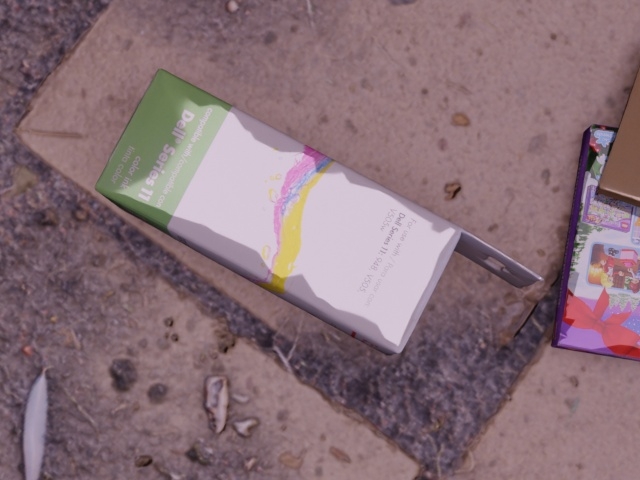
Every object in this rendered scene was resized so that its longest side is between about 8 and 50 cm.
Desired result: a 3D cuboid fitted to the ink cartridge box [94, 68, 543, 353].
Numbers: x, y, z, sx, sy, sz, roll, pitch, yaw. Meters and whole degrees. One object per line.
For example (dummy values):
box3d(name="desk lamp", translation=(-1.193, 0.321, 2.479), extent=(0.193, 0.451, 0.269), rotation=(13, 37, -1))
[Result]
box3d(name="ink cartridge box", translation=(0.000, 0.000, 1.485), extent=(0.353, 0.207, 0.119), rotation=(28, 87, 3))

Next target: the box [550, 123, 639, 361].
box3d(name="box", translation=(0.364, 0.019, 1.550), extent=(0.293, 0.057, 0.201), rotation=(10, 85, 2))

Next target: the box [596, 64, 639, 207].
box3d(name="box", translation=(0.358, -0.079, 1.516), extent=(0.201, 0.021, 0.164), rotation=(20, 66, 6))
